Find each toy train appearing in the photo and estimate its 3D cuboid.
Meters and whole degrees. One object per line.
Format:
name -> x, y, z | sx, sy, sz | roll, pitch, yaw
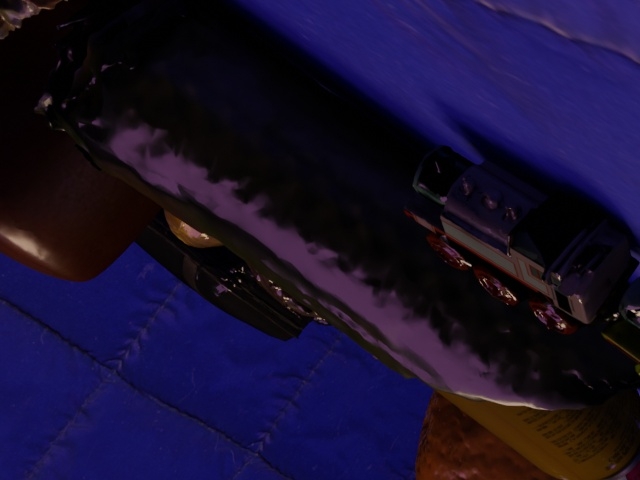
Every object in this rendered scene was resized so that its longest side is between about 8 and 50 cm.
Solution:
toy train -> 0.134, 0.030, 0.580 | 0.250, 0.053, 0.085 | 36, 170, 33

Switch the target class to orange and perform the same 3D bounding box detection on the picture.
orange -> 0.192, 0.211, 1.402 | 0.193, 0.219, 0.219 | -4, 173, 5

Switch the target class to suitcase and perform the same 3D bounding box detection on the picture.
suitcase -> -0.147, -0.034, 1.884 | 0.434, 0.194, 0.283 | 37, 178, 29

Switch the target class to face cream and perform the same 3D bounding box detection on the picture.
face cream -> 0.161, 0.104, 1.021 | 0.105, 0.105, 0.349 | 35, 178, 41

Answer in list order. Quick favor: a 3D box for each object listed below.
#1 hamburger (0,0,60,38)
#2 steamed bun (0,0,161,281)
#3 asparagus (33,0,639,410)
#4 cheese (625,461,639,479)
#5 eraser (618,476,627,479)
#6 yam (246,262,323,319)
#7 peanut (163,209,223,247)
hamburger -> -0.284, -0.208, 0.977 | 0.156, 0.144, 0.283 | 40, 179, -29
steamed bun -> -0.246, -0.108, 1.214 | 0.248, 0.235, 0.379 | 40, 174, -30
asparagus -> 0.009, -0.016, 0.763 | 0.382, 0.128, 0.108 | 35, -146, 11
cheese -> 0.395, 0.270, 1.382 | 0.244, 0.062, 0.155 | 35, 179, 8
eraser -> 0.423, 0.322, 1.666 | 0.227, 0.081, 0.174 | 37, 167, 44
yam -> 0.000, -0.002, 1.145 | 0.238, 0.129, 0.128 | -160, 55, -82
peanut -> -0.076, -0.043, 1.322 | 0.087, 0.087, 0.207 | 36, -155, 20
